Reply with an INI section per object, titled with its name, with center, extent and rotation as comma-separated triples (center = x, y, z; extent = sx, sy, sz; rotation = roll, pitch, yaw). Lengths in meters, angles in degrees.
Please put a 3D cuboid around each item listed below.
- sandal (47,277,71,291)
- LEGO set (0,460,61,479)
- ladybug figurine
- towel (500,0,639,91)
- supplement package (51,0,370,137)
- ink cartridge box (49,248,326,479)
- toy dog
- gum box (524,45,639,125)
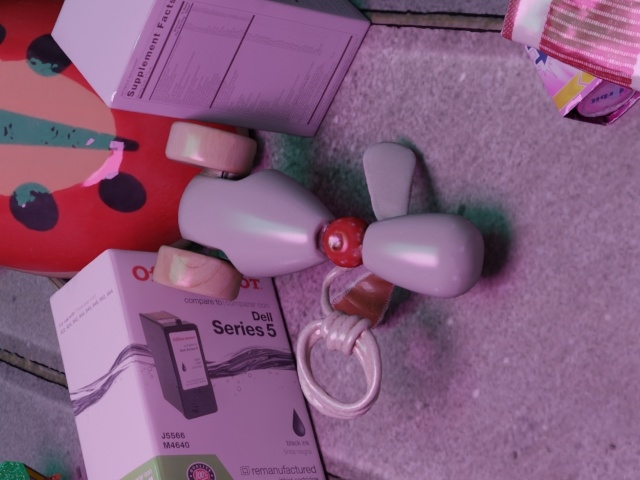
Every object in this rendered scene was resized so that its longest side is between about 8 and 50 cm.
[sandal]
center = -0.208, 0.090, 1.688
extent = 0.303, 0.120, 0.086
rotation = 53, 152, 40
[LEGO set]
center = -0.314, 0.426, 1.747
extent = 0.255, 0.192, 0.331
rotation = -45, 52, -1
[ladybug figurine]
center = -0.288, -0.113, 1.630
extent = 0.449, 0.162, 0.305
rotation = 5, 91, 19
[towel]
center = 0.296, -0.200, 1.096
extent = 0.329, 0.037, 0.237
rotation = 26, 114, 30
[supplement package]
center = -0.102, -0.199, 1.475
extent = 0.134, 0.244, 0.139
rotation = 49, 121, 40
[ink cartridge box]
center = -0.125, 0.154, 1.497
extent = 0.115, 0.198, 0.273
rotation = -37, 60, 40
[toy dog]
center = 0.000, 0.000, 1.428
extent = 0.333, 0.161, 0.220
rotation = 35, 104, 27
[gum box]
center = 0.245, -0.190, 1.214
extent = 0.188, 0.062, 0.107
rotation = -45, 55, 36
